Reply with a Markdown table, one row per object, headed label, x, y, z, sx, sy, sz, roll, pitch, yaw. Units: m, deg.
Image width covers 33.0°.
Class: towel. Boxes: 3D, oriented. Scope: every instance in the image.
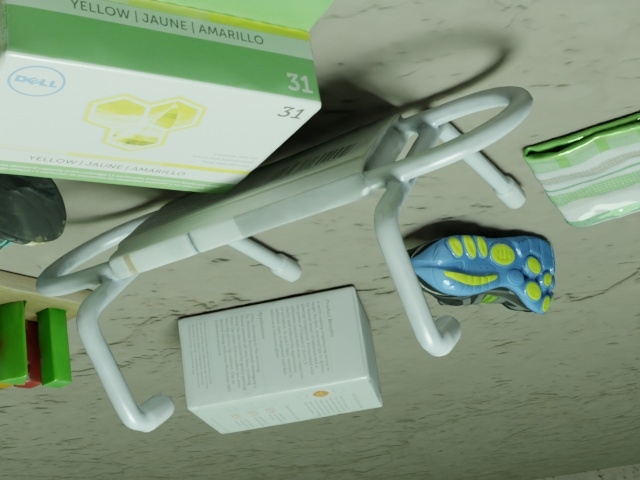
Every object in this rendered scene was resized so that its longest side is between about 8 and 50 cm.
| label | x | y | z | sx | sy | sz | roll | pitch | yaw |
| --- | --- | --- | --- | --- | --- | --- | --- | --- | --- |
| towel | 0.224 | -0.050 | 0.815 | 0.113 | 0.023 | 0.152 | -18 | 157 | 20 |

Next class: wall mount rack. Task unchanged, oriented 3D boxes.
| label | x | y | z | sx | sy | sz | roll | pitch | yaw |
| --- | --- | --- | --- | --- | --- | --- | --- | --- | --- |
| wall mount rack | 0.000 | 0.000 | 0.731 | 0.350 | 0.130 | 0.304 | -18 | -165 | 23 |

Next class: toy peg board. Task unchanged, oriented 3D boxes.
| label | x | y | z | sx | sy | sz | roll | pitch | yaw |
| --- | --- | --- | --- | --- | --- | --- | --- | --- | --- |
| toy peg board | -0.295 | 0.089 | 0.880 | 0.161 | 0.079 | 0.161 | -24 | 154 | 32 |

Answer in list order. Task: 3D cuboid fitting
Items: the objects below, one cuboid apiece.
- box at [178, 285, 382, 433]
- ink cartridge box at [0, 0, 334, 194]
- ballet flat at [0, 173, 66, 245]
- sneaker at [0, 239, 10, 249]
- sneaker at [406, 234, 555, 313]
| label | x | y | z | sx | sy | sz | roll | pitch | yaw |
| --- | --- | --- | --- | --- | --- | --- | --- | --- | --- |
| box | -0.035 | 0.119 | 1.041 | 0.171 | 0.091 | 0.130 | -11 | 158 | 5 |
| ink cartridge box | -0.074 | -0.100 | 0.533 | 0.171 | 0.056 | 0.235 | 5 | 156 | -31 |
| ballet flat | -0.216 | -0.045 | 0.601 | 0.049 | 0.057 | 0.173 | -12 | 147 | 42 |
| sneaker | -0.223 | -0.006 | 0.699 | 0.076 | 0.064 | 0.166 | -7 | 160 | -15 |
| sneaker | 0.141 | 0.026 | 0.938 | 0.188 | 0.067 | 0.078 | 9 | 173 | -42 |
